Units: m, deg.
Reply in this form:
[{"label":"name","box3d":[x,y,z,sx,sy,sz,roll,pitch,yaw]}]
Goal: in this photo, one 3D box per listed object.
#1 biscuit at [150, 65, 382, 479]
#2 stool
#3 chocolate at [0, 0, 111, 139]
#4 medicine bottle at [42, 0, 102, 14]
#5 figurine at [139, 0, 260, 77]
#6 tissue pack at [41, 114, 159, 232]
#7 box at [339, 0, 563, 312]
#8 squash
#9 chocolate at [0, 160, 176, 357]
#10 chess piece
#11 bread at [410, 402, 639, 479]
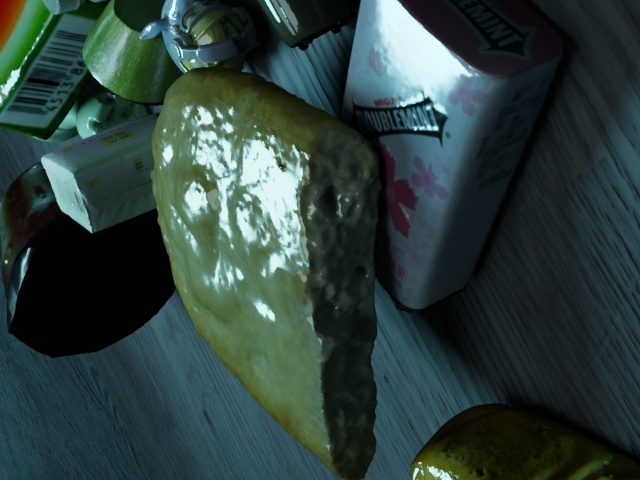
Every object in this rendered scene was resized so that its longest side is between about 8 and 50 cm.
[{"label":"biscuit","box3d":[-0.084,0.003,1.148,0.446,0.104,0.430,38,139,41]},{"label":"stool","box3d":[-0.021,-0.273,1.082,0.110,0.096,0.096,61,156,-6]},{"label":"chocolate","box3d":[-0.528,-0.412,1.717,0.360,0.161,0.341,-45,71,33]},{"label":"medicine bottle","box3d":[-0.353,-0.423,1.512,0.105,0.168,0.105,44,148,37]},{"label":"figurine","box3d":[-0.154,-0.260,1.331,0.183,0.128,0.209,32,148,46]},{"label":"tissue pack","box3d":[-0.343,-0.124,1.701,0.185,0.225,0.124,28,136,52]},{"label":"box","box3d":[0.102,-0.098,0.978,0.190,0.112,0.370,52,152,28]},{"label":"squash","box3d":[-0.272,-0.304,1.489,0.170,0.170,0.123,54,139,23]},{"label":"chocolate","box3d":[-0.495,-0.011,1.966,0.331,0.383,0.384,49,151,35]},{"label":"chess piece","box3d":[-0.461,-0.260,1.890,0.299,0.194,0.195,25,135,42]},{"label":"bread","box3d":[0.227,0.280,1.007,0.294,0.166,0.132,19,129,58]}]
